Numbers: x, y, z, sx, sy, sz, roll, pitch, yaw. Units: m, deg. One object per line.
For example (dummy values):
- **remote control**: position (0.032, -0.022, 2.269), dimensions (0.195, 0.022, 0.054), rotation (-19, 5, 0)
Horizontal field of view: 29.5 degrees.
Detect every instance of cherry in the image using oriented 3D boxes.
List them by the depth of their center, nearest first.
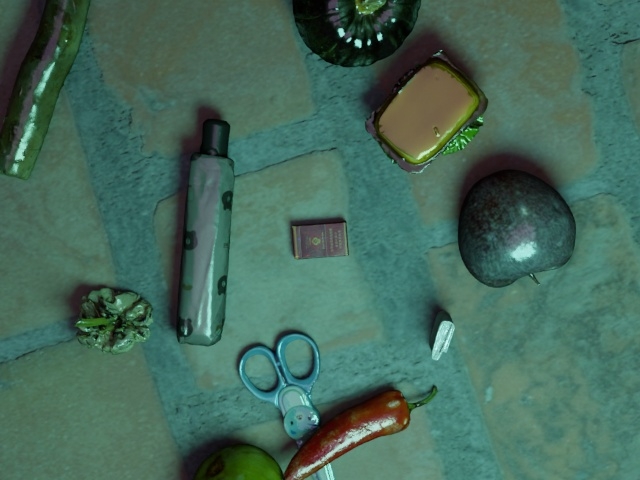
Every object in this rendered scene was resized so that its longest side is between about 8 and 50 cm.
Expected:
- **cherry**: position (0.279, -0.018, 1.738), dimensions (0.176, 0.140, 0.176), rotation (0, 89, 17)

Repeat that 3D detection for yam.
- **yam**: position (-0.413, -0.238, 1.802), dimensions (0.067, 0.071, 0.317), rotation (24, 96, 38)

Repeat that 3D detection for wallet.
- **wallet**: position (0.175, 0.138, 1.761), dimensions (0.025, 0.122, 0.061), rotation (22, 94, 2)

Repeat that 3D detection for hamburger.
- **hamburger**: position (0.156, -0.179, 1.761), dimensions (0.166, 0.087, 0.137), rotation (-43, 91, 6)

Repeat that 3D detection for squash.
- **squash**: position (0.050, -0.343, 1.727), dimensions (0.193, 0.156, 0.193), rotation (2, 118, 5)

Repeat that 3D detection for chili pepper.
- **chili pepper**: position (0.055, 0.278, 1.790), dimensions (0.272, 0.071, 0.063), rotation (-27, 127, -11)

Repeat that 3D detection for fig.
- **fig**: position (-0.108, 0.387, 1.805), dimensions (0.148, 0.186, 0.142), rotation (-35, 46, -14)

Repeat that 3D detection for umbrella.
- **umbrella**: position (-0.168, -0.011, 1.800), dimensions (0.073, 0.067, 0.337), rotation (4, 94, -10)

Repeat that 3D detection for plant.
- **plant**: position (-0.313, 0.116, 1.795), dimensions (0.117, 0.122, 0.104), rotation (-11, 81, 11)

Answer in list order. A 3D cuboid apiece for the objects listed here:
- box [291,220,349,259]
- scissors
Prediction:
- **box**: position (0.000, 0.000, 1.813), dimensions (0.082, 0.023, 0.051), rotation (-5, 92, 4)
- **scissors**: position (-0.029, 0.269, 1.828), dimensions (0.125, 0.030, 0.256), rotation (-21, 91, 7)
